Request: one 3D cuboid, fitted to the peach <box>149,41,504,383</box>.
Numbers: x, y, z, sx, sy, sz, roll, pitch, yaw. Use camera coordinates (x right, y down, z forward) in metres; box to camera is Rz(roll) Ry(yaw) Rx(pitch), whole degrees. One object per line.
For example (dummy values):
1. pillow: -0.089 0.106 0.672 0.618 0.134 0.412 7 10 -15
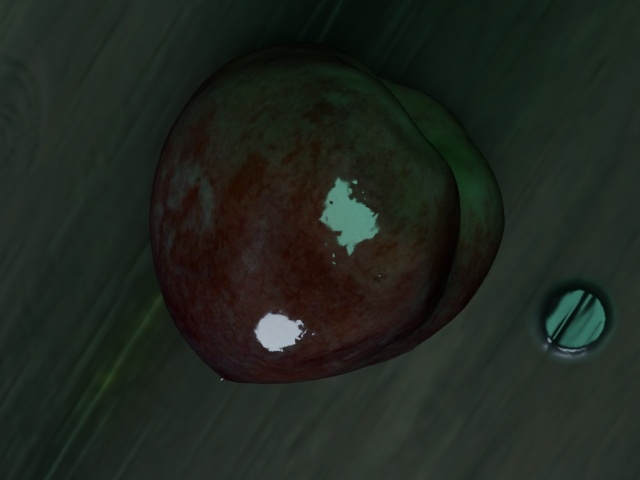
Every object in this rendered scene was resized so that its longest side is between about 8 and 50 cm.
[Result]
1. peach: 0.000 0.000 0.756 0.152 0.152 0.152 -1 103 -4
